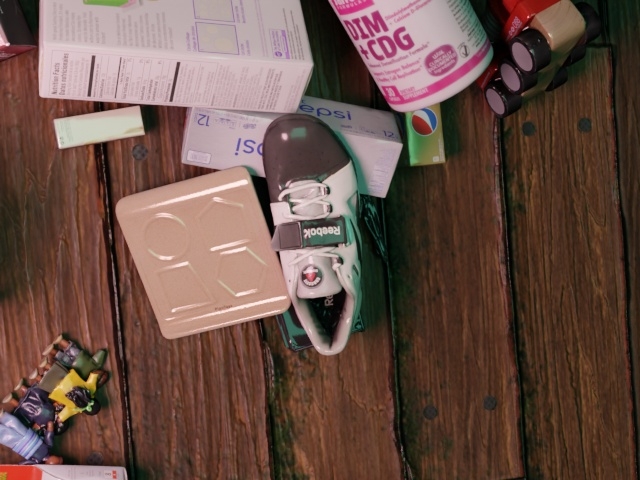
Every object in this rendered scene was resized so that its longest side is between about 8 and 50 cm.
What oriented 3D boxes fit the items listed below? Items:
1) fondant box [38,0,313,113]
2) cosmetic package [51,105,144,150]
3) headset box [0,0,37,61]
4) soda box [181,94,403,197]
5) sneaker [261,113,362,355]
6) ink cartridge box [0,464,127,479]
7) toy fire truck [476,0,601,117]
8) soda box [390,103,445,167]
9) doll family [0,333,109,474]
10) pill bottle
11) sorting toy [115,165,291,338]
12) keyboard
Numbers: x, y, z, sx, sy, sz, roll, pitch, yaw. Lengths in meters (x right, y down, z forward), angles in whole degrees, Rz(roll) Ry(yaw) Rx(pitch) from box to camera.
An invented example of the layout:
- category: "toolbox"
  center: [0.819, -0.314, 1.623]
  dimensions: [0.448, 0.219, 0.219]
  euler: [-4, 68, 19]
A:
- category: "fondant box"
  center: [-0.192, -0.290, 1.342]
  dimensions: [0.330, 0.096, 0.238]
  euler: [2, 53, -18]
- category: "cosmetic package"
  center: [-0.298, -0.150, 1.393]
  dimensions: [0.115, 0.060, 0.041]
  euler: [-11, 96, -15]
- category: "headset box"
  center: [-0.499, -0.294, 1.251]
  dimensions: [0.293, 0.110, 0.218]
  euler: [-19, 98, 6]
- category: "soda box"
  center: [-0.040, -0.140, 1.410]
  dimensions: [0.286, 0.098, 0.091]
  euler: [9, 123, -11]
- category: "sneaker"
  center: [0.000, 0.000, 1.357]
  dimensions: [0.122, 0.146, 0.331]
  euler: [-11, 117, 6]
- category: "ink cartridge box"
  center: [-0.353, 0.360, 1.367]
  dimensions: [0.179, 0.045, 0.145]
  euler: [4, 120, -20]
- category: "toy fire truck"
  center: [0.244, -0.321, 1.491]
  dimensions: [0.158, 0.217, 0.246]
  euler: [-30, 78, -14]
- category: "soda box"
  center: [0.138, -0.199, 1.523]
  dimensions: [0.058, 0.061, 0.181]
  euler: [-8, 94, -16]
- category: "doll family"
  center: [-0.353, 0.224, 1.384]
  dimensions: [0.111, 0.076, 0.193]
  euler: [42, 85, -18]
- category: "pill bottle"
  center: [0.096, -0.325, 1.366]
  dimensions: [0.160, 0.160, 0.283]
  euler: [-38, 112, -13]
- category: "sorting toy"
  center: [-0.156, 0.017, 1.411]
  dimensions: [0.193, 0.038, 0.208]
  euler: [-14, 105, 11]
- category: "keyboard"
  center: [0.002, -0.014, 1.504]
  dimensions: [0.201, 0.033, 0.317]
  euler: [-16, 97, -9]
